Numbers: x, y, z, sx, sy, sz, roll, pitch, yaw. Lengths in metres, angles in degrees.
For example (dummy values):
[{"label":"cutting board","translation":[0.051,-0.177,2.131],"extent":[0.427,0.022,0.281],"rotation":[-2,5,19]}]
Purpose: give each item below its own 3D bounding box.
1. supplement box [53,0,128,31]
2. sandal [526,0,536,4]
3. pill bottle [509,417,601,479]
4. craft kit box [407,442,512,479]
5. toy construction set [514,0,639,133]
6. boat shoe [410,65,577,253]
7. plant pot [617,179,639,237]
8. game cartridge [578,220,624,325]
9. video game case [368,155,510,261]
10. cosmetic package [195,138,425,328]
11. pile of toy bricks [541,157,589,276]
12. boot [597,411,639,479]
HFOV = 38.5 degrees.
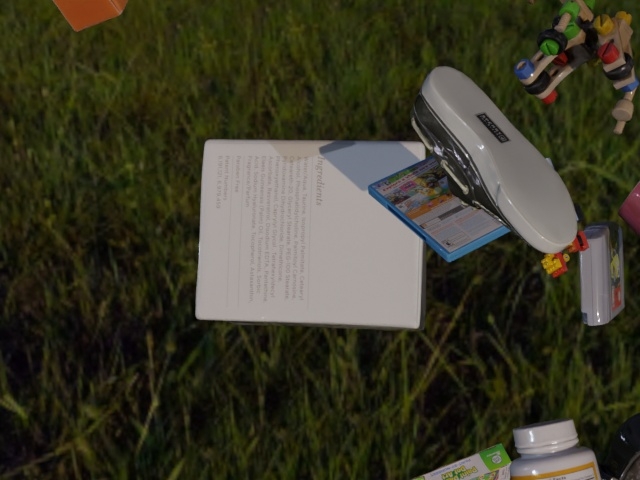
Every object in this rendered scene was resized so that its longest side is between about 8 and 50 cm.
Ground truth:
[{"label":"supplement box","translation":[-0.276,-0.375,1.204],"extent":[0.078,0.080,0.233],"rotation":[-15,39,24]},{"label":"sandal","translation":[0.310,-0.441,1.390],"extent":[0.049,0.180,0.072],"rotation":[-5,-10,20]},{"label":"pill bottle","translation":[0.324,0.353,1.232],"extent":[0.117,0.215,0.117],"rotation":[-11,-10,-2]},{"label":"craft kit box","translation":[0.269,0.542,1.896],"extent":[0.246,0.250,0.061],"rotation":[-17,48,-7]},{"label":"toy construction set","translation":[0.582,-0.391,1.876],"extent":[0.309,0.237,0.257],"rotation":[31,-22,-8]},{"label":"boat shoe","translation":[0.160,-0.067,0.870],"extent":[0.078,0.070,0.219],"rotation":[-11,57,-33]},{"label":"plant pot","translation":[0.644,-0.047,1.635],"extent":[0.180,0.201,0.201],"rotation":[39,38,18]},{"label":"game cartridge","translation":[0.578,0.058,1.875],"extent":[0.060,0.196,0.294],"rotation":[-6,1,25]},{"label":"video game case","translation":[0.152,-0.045,1.122],"extent":[0.119,0.015,0.166],"rotation":[-26,44,-20]},{"label":"cosmetic package","translation":[0.000,0.000,1.719],"extent":[0.393,0.327,0.329],"rotation":[1,-6,8]},{"label":"pile of toy bricks","translation":[0.366,-0.046,1.580],"extent":[0.105,0.212,0.118],"rotation":[-6,-23,-25]},{"label":"boot","translation":[0.686,0.483,1.872],"extent":[0.229,0.263,0.091],"rotation":[30,16,-17]}]
